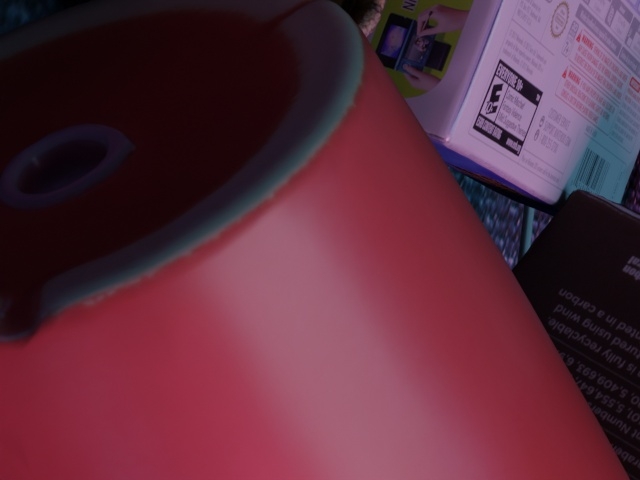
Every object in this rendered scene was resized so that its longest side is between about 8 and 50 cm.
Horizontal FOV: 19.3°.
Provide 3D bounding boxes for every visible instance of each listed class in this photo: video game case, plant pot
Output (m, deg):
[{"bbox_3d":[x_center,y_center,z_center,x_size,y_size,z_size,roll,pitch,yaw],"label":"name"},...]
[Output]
[{"bbox_3d":[0.118,-0.142,0.859,0.269,0.061,0.244,20,92,-67],"label":"video game case"},{"bbox_3d":[-0.042,0.065,0.622,0.275,0.275,0.243,-53,133,-40],"label":"plant pot"}]

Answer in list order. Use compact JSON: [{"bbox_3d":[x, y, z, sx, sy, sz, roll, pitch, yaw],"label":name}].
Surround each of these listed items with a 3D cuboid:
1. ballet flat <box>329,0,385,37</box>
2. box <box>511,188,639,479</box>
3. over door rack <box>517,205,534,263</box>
[{"bbox_3d":[-0.055,-0.158,0.613,0.316,0.106,0.107,48,57,-57],"label":"ballet flat"},{"bbox_3d":[0.082,0.188,0.879,0.381,0.143,0.191,-52,146,-12],"label":"box"},{"bbox_3d":[0.167,0.043,1.106,0.239,0.108,0.324,67,36,-44],"label":"over door rack"}]
